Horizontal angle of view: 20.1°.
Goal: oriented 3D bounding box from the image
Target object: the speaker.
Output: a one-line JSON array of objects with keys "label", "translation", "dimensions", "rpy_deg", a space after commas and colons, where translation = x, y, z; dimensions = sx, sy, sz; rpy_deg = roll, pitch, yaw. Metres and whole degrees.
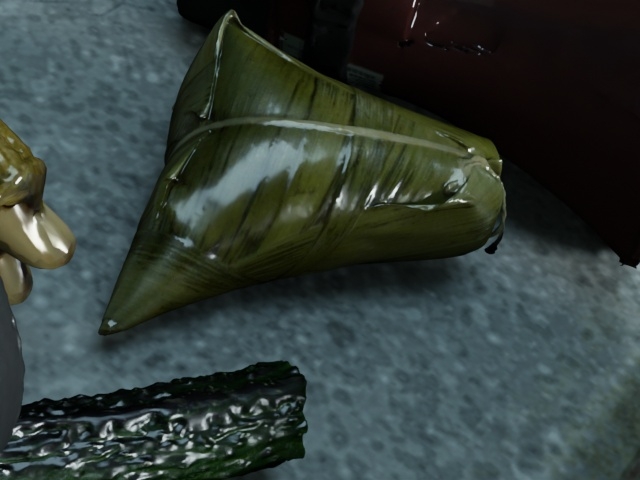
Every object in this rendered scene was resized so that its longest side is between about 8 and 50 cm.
[{"label": "speaker", "translation": [0.073, -0.114, 1.052], "dimensions": [0.329, 0.198, 0.259], "rpy_deg": [18, 18, 1]}]

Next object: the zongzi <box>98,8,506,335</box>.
[{"label": "zongzi", "translation": [0.002, 0.002, 0.968], "dimensions": [0.205, 0.094, 0.204], "rpy_deg": [22, 50, -7]}]

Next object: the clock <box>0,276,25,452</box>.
[{"label": "clock", "translation": [-0.207, 0.042, 0.738], "dimensions": [0.184, 0.184, 0.040], "rpy_deg": [30, 30, 6]}]

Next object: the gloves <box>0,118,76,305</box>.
[{"label": "gloves", "translation": [-0.269, -0.083, 0.838], "dimensions": [0.356, 0.155, 0.203], "rpy_deg": [33, 30, -2]}]

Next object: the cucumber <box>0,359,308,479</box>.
[{"label": "cucumber", "translation": [-0.093, 0.092, 0.837], "dimensions": [0.187, 0.058, 0.058], "rpy_deg": [-6, 48, -31]}]
